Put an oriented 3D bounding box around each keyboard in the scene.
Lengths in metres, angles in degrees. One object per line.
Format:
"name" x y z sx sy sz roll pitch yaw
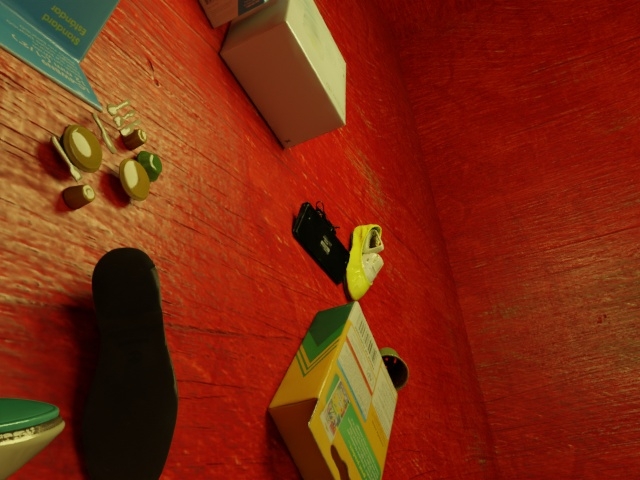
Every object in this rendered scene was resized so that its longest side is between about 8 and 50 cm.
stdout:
"keyboard" 0.000 0.000 1.051 0.192 0.038 0.100 52 52 -45

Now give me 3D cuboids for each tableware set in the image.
"tableware set" -0.219 -0.081 0.567 0.154 0.024 0.104 -71 142 -59

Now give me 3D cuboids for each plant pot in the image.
"plant pot" 0.137 0.259 1.120 0.079 0.083 0.083 -65 134 -79

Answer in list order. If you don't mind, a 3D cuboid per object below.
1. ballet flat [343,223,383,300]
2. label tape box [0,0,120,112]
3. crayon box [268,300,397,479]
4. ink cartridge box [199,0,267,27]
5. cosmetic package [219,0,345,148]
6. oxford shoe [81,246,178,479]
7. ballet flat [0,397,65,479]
"ballet flat" 0.100 0.037 1.189 0.077 0.077 0.231 61 24 -29
"label tape box" -0.251 -0.288 0.376 0.347 0.115 0.249 58 12 30
"crayon box" 0.028 0.259 0.823 0.203 0.083 0.323 67 21 -14
"ink cartridge box" -0.167 -0.455 0.876 0.181 0.104 0.061 62 23 -25
"cosmetic package" -0.056 -0.339 1.019 0.224 0.138 0.224 53 29 -40
"oxford shoe" -0.165 0.117 0.484 0.076 0.076 0.212 136 -47 -70
"ballet flat" -0.248 0.123 0.270 0.248 0.086 0.086 28 48 -59
